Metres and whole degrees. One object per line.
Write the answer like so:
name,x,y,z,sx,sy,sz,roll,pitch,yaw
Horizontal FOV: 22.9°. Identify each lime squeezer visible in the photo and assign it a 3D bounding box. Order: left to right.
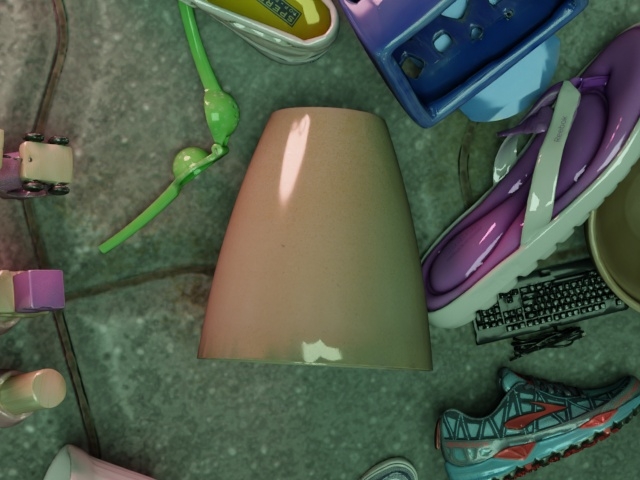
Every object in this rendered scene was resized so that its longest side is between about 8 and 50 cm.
lime squeezer,-0.154,-0.114,1.760,0.110,0.059,0.310,17,101,-8

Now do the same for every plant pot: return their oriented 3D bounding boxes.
plant pot,0.000,0.000,1.721,0.256,0.256,0.274,3,84,-5
plant pot,0.117,-0.292,1.644,0.236,0.236,0.212,-38,69,4
plant pot,0.408,-0.031,1.795,0.237,0.110,0.237,-1,101,-5

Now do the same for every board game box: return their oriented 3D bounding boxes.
board game box,0.182,-0.217,1.778,0.168,0.033,0.133,44,97,-4

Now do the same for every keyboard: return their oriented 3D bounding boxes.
keyboard,0.273,0.083,1.845,0.192,0.038,0.100,-14,103,-1

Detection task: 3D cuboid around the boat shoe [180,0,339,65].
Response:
boat shoe,-0.136,-0.307,1.658,0.367,0.156,0.136,35,85,-7

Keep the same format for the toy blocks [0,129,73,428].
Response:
toy blocks,-0.444,0.048,1.710,0.288,0.260,0.309,7,76,-34

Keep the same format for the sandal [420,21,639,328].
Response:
sandal,0.233,-0.076,1.733,0.102,0.169,0.416,33,99,-31

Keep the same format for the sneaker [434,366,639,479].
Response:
sneaker,0.255,0.196,1.831,0.262,0.104,0.125,-21,79,-15

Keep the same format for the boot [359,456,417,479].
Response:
boot,0.049,0.343,1.856,0.069,0.086,0.190,39,96,-11

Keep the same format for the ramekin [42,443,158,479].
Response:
ramekin,-0.257,0.376,1.750,0.135,0.277,0.277,18,100,-16
